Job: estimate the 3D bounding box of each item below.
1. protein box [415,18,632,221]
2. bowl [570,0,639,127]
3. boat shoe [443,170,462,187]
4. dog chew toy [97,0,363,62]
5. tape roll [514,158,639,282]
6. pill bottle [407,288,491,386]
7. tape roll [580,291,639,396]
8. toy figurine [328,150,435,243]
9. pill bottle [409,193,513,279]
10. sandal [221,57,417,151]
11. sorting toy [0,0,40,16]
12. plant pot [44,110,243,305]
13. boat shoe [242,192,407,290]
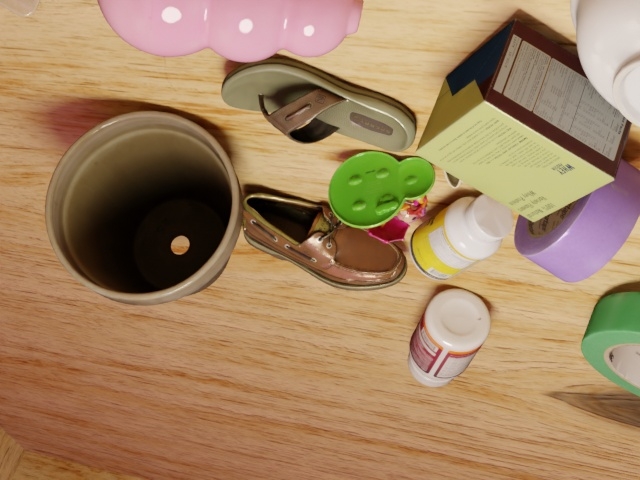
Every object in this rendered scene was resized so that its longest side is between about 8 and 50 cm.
[{"bbox_3d":[0.272,-0.153,1.637,0.201,0.136,0.200,29,156,-12],"label":"protein box"},{"bbox_3d":[0.424,-0.214,1.441,0.297,0.134,0.298,17,151,10],"label":"bowl"},{"bbox_3d":[0.196,-0.133,1.837,0.049,0.043,0.137,12,149,22],"label":"boat shoe"},{"bbox_3d":[-0.111,-0.320,1.575,0.331,0.207,0.207,12,151,2],"label":"dog chew toy"},{"bbox_3d":[0.360,-0.041,1.727,0.080,0.189,0.189,30,151,-15],"label":"tape roll"},{"bbox_3d":[0.231,0.186,2.283,0.121,0.121,0.221,21,152,2],"label":"pill bottle"},{"bbox_3d":[0.595,0.195,2.044,0.321,0.077,0.321,22,159,9],"label":"tape roll"},{"bbox_3d":[0.117,-0.058,1.986,0.173,0.130,0.159,-15,155,13],"label":"toy figurine"},{"bbox_3d":[0.226,-0.009,1.967,0.103,0.103,0.184,30,151,-14],"label":"pill bottle"},{"bbox_3d":[-0.008,-0.188,1.835,0.302,0.086,0.120,17,151,9],"label":"sandal"},{"bbox_3d":[-0.480,-0.434,1.800,0.193,0.038,0.208,28,147,-12],"label":"sorting toy"},{"bbox_3d":[-0.269,-0.025,2.124,0.323,0.323,0.280,15,168,13],"label":"plant pot"},{"bbox_3d":[0.000,0.000,2.133,0.307,0.111,0.104,15,152,12],"label":"boat shoe"}]
